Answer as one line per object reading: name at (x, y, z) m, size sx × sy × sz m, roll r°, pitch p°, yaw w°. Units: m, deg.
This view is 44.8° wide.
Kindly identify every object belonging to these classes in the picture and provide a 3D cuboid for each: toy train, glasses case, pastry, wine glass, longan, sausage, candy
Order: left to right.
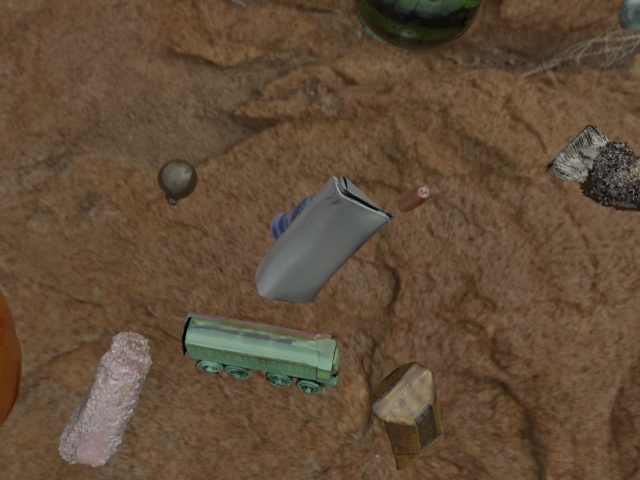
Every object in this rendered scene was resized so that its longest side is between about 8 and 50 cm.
pastry at (-0.390, 0.296, 1.439) m, size 0.103 × 0.112 × 0.265 m, roll 26°, pitch 77°, yaw -26°
longan at (-0.364, -0.148, 1.965) m, size 0.106 × 0.106 × 0.119 m, roll 18°, pitch 95°, yaw 9°
toy train at (-0.055, 0.102, 0.700) m, size 0.148 × 0.071 × 0.038 m, roll 9°, pitch 53°, yaw 6°
glasses case at (0.002, 0.001, 1.380) m, size 0.128 × 0.308 × 0.083 m, roll 25°, pitch 43°, yaw -20°
sausage at (0.201, -0.089, 1.709) m, size 0.043 × 0.186 × 0.043 m, roll 1°, pitch 84°, yaw -8°
candy at (0.167, 0.318, 1.403) m, size 0.143 × 0.271 × 0.101 m, roll -42°, pitch 53°, yaw -16°
wine glass at (0.615, -0.396, 1.405) m, size 0.073 × 0.073 × 0.155 m, roll -28°, pitch 35°, yaw -4°

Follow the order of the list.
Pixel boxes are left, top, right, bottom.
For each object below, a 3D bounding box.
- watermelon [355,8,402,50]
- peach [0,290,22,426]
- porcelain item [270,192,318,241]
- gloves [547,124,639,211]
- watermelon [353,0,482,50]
watermelon at (0.136, -0.499, 1.721) m, size 0.155 × 0.080 × 0.101 m, roll 8°, pitch 78°, yaw -26°
peach at (-0.605, 0.168, 1.138) m, size 0.343 × 0.301 × 0.343 m, roll -1°, pitch 81°, yaw 4°
porcelain item at (-0.018, -0.038, 1.845) m, size 0.141 × 0.259 × 0.141 m, roll 4°, pitch 82°, yaw -32°
gloves at (0.711, -0.153, 1.825) m, size 0.210 × 0.135 × 0.312 m, roll -24°, pitch 50°, yaw -40°
watermelon at (0.196, -0.523, 1.541) m, size 0.285 × 0.285 × 0.285 m, roll -1°, pitch 74°, yaw 4°
